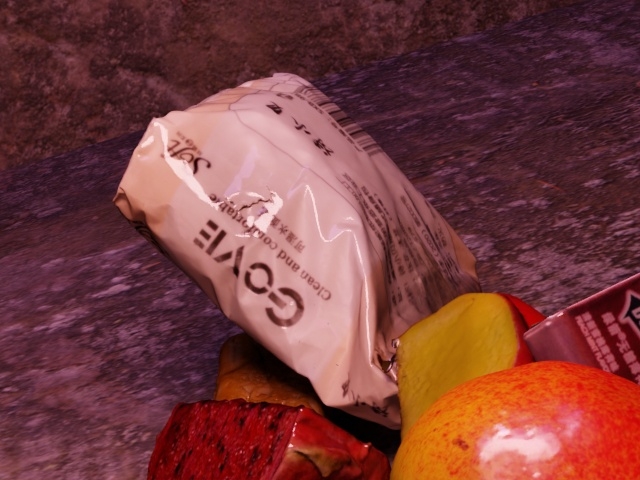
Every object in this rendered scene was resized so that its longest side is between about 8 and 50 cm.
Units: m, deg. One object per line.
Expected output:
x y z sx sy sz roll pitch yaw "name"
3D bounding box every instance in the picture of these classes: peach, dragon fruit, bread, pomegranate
0.156 0.158 1.344 0.154 0.158 0.267 -46 21 25 "peach"
-0.046 0.246 1.330 0.205 0.152 0.317 -65 19 -12 "dragon fruit"
-0.052 0.160 1.663 0.139 0.077 0.271 -8 18 2 "bread"
0.125 0.188 1.012 0.256 0.221 0.221 -17 18 -3 "pomegranate"

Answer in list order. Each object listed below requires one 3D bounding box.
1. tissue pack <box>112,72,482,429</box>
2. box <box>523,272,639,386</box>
0.000 0.000 1.657 0.195 0.375 0.390 -51 -7 18 "tissue pack"
0.257 0.141 1.268 0.120 0.224 0.069 -21 -12 -26 "box"
